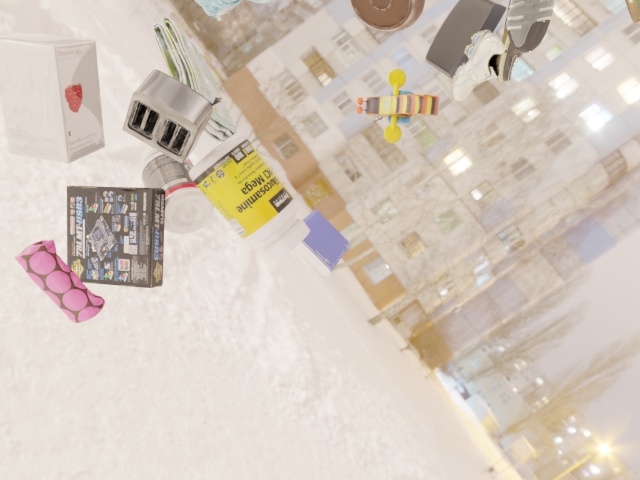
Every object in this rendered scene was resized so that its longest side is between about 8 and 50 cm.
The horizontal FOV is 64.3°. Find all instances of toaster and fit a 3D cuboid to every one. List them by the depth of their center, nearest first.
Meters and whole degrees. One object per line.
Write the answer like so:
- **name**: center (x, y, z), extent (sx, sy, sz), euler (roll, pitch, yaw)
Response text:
- **toaster**: center (-0.357, -0.294, 1.209), extent (0.168, 0.185, 0.110), euler (30, 46, -14)

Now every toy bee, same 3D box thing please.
- **toy bee**: center (0.194, -0.380, 1.492), extent (0.298, 0.162, 0.195), euler (-24, -108, 60)

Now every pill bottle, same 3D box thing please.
- **pill bottle**: center (-0.186, -0.113, 1.403), extent (0.334, 0.188, 0.188), euler (51, 3, -12)
- **pill bottle**: center (-0.482, -0.183, 1.668), extent (0.318, 0.176, 0.176), euler (55, 3, 36)

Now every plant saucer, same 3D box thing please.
- **plant saucer**: center (0.228, -0.895, 1.870), extent (0.311, 0.050, 0.310), euler (21, -29, 12)

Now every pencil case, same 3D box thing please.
- **pencil case**: center (-0.587, 0.090, 1.159), extent (0.209, 0.095, 0.098), euler (61, 26, -23)

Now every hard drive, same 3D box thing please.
- **hard drive**: center (0.449, -0.655, 1.619), extent (0.054, 0.254, 0.172), euler (7, 34, -43)
- **hard drive**: center (0.000, 0.000, 1.971), extent (0.210, 0.040, 0.318), euler (45, 23, -1)

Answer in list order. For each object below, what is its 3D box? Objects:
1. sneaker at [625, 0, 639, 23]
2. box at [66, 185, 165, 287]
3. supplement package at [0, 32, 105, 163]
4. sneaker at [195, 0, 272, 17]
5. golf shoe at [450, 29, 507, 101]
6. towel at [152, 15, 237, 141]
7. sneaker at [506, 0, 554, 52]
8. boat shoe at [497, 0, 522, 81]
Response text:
- **sneaker**: center (0.694, -0.576, 1.098), extent (0.064, 0.086, 0.191), euler (-2, 77, -57)
- **box**: center (-0.611, -0.014, 1.513), extent (0.073, 0.294, 0.295), euler (-9, 101, -74)
- **supplement package**: center (-0.701, -0.375, 1.334), extent (0.177, 0.176, 0.292), euler (-66, 164, -62)
- **sneaker**: center (-0.197, -0.551, 1.098), extent (0.366, 0.135, 0.150), euler (42, -32, 34)
- **golf shoe**: center (0.349, -0.369, 1.128), extent (0.086, 0.069, 0.176), euler (45, -30, 22)
- **towel**: center (-0.406, -0.519, 1.694), extent (0.374, 0.090, 0.320), euler (34, 35, -82)
- **sneaker**: center (0.432, -0.494, 1.016), extent (0.132, 0.086, 0.228), euler (-25, 118, -53)
- **boat shoe**: center (0.454, -0.463, 1.163), extent (0.223, 0.074, 0.080), euler (84, 23, -46)
